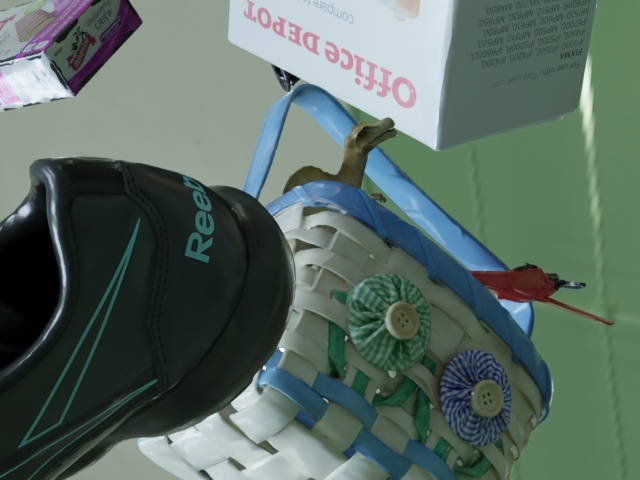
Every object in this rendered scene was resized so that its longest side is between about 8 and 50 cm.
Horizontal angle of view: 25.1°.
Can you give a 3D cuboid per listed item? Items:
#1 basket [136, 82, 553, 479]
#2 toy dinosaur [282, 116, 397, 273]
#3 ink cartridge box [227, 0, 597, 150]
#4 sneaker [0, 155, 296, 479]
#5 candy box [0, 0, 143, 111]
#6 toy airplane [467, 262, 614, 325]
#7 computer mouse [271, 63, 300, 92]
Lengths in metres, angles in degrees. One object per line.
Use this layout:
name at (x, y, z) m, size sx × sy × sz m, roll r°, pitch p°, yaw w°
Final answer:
basket at (0.032, 0.064, 0.929) m, size 0.255 × 0.201 × 0.289 m, roll 40°, pitch -140°, yaw -21°
toy dinosaur at (0.000, 0.000, 0.932) m, size 0.092 × 0.053 × 0.183 m, roll 54°, pitch -127°, yaw -28°
ink cartridge box at (0.073, -0.296, 1.077) m, size 0.160 × 0.279 × 0.384 m, roll -17°, pitch -55°, yaw -34°
sneaker at (-0.132, 0.067, 0.508) m, size 0.267 × 0.101 × 0.106 m, roll -46°, pitch -37°, yaw 13°
candy box at (-0.353, -0.232, 1.761) m, size 0.071 × 0.233 × 0.159 m, roll 58°, pitch -135°, yaw -28°
toy airplane at (0.119, 0.030, 0.976) m, size 0.151 × 0.151 × 0.028 m, roll -6°, pitch -75°, yaw -52°
computer mouse at (-0.066, -0.274, 1.331) m, size 0.060 × 0.184 × 0.262 m, roll -26°, pitch -30°, yaw -2°
